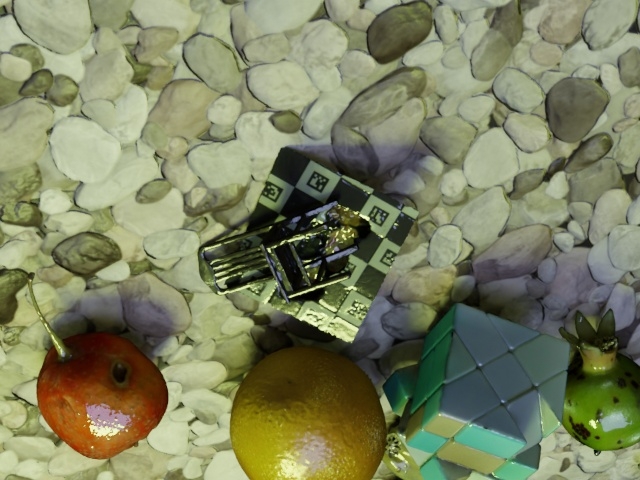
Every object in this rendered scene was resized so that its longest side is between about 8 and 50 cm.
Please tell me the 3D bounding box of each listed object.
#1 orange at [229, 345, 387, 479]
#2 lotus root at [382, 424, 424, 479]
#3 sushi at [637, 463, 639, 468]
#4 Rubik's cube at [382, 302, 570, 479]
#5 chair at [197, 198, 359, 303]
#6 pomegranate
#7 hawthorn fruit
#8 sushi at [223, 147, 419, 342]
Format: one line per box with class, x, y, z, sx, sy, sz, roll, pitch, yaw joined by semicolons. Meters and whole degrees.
orange;-0.017;0.255;1.771;0.236;0.236;0.236;-7;128;-10
lotus root;0.172;0.332;1.972;0.183;0.077;0.090;24;125;-25
sushi;0.628;0.361;2.082;0.225;0.136;0.126;-43;134;12
Rubik's cube;0.211;0.217;1.814;0.224;0.265;0.213;21;146;-8
chair;-0.067;0.029;1.626;0.212;0.101;0.084;-19;107;15
pomegranate;0.402;0.211;1.903;0.156;0.156;0.220;-32;108;10
hawthorn fruit;-0.319;0.159;1.668;0.165;0.165;0.285;-31;122;10
sushi;0.000;0.000;1.686;0.192;0.050;0.215;25;115;-2
